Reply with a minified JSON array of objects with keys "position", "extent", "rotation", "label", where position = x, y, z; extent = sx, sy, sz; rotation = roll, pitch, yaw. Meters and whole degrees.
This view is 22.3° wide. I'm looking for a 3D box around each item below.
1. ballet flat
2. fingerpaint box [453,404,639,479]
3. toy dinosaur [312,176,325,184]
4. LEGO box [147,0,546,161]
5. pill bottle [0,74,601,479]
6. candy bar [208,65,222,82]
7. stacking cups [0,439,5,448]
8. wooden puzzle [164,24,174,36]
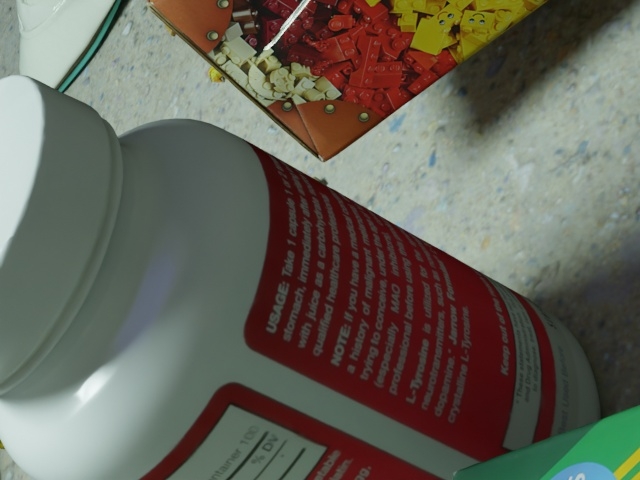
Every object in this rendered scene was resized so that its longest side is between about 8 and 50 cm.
[{"position":[-0.265,-0.343,1.865],"extent":[0.400,0.139,0.139],"rotation":[-51,33,18],"label":"ballet flat"},{"position":[0.222,0.272,0.663],"extent":[0.371,0.163,0.445],"rotation":[-27,46,43],"label":"fingerpaint box"},{"position":[-0.114,0.032,1.406],"extent":[0.118,0.064,0.268],"rotation":[35,92,18],"label":"toy dinosaur"},{"position":[0.062,-0.360,1.261],"extent":[0.372,0.193,0.500],"rotation":[-35,34,22],"label":"LEGO box"},{"position":[-0.045,0.070,0.968],"extent":[0.229,0.407,0.229],"rotation":[-34,41,36],"label":"pill bottle"},{"position":[-0.057,-0.206,1.567],"extent":[0.161,0.018,0.040],"rotation":[-37,36,35],"label":"candy bar"},{"position":[-0.280,0.052,1.635],"extent":[0.096,0.096,0.316],"rotation":[20,79,58],"label":"stacking cups"},{"position":[-0.132,-0.262,1.723],"extent":[0.116,0.014,0.078],"rotation":[-46,35,24],"label":"wooden puzzle"}]
